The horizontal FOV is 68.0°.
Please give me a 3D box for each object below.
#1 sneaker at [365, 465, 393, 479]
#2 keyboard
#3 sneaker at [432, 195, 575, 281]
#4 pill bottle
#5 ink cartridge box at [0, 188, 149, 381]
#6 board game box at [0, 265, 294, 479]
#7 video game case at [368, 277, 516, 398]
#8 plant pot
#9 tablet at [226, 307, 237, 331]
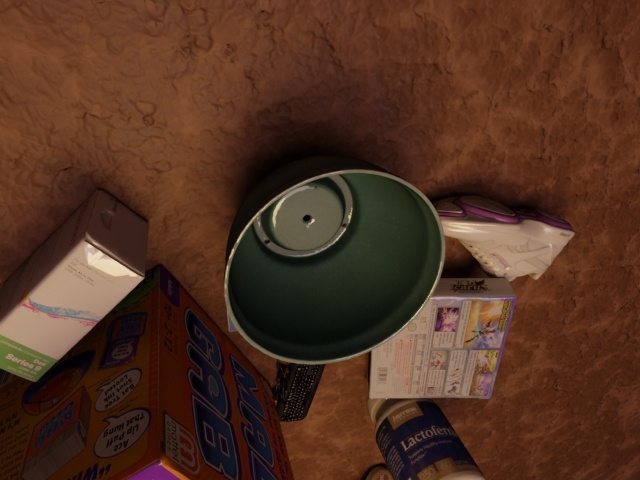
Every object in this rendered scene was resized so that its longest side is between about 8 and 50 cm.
[{"bbox_3d":[0.090,0.687,1.183,0.099,0.153,0.281,18,82,-24],"label":"sneaker"},{"bbox_3d":[-0.047,0.295,0.934,0.100,0.038,0.191,6,116,-21],"label":"keyboard"},{"bbox_3d":[0.311,0.009,0.839,0.306,0.114,0.152,9,115,-23],"label":"sneaker"},{"bbox_3d":[0.198,0.412,0.947,0.153,0.264,0.153,-9,121,-15],"label":"pill bottle"},{"bbox_3d":[-0.333,0.054,0.629,0.212,0.154,0.093,-44,122,9],"label":"ink cartridge box"},{"bbox_3d":[-0.275,0.334,0.689,0.357,0.356,0.356,-30,124,1],"label":"board game box"},{"bbox_3d":[0.217,0.192,0.905,0.245,0.061,0.269,0,123,2],"label":"video game case"},{"bbox_3d":[0.000,0.000,0.683,0.294,0.196,0.292,-8,122,-13],"label":"plant pot"},{"bbox_3d":[-0.121,0.132,0.833,0.084,0.006,0.054,-8,121,-15],"label":"tablet"}]
